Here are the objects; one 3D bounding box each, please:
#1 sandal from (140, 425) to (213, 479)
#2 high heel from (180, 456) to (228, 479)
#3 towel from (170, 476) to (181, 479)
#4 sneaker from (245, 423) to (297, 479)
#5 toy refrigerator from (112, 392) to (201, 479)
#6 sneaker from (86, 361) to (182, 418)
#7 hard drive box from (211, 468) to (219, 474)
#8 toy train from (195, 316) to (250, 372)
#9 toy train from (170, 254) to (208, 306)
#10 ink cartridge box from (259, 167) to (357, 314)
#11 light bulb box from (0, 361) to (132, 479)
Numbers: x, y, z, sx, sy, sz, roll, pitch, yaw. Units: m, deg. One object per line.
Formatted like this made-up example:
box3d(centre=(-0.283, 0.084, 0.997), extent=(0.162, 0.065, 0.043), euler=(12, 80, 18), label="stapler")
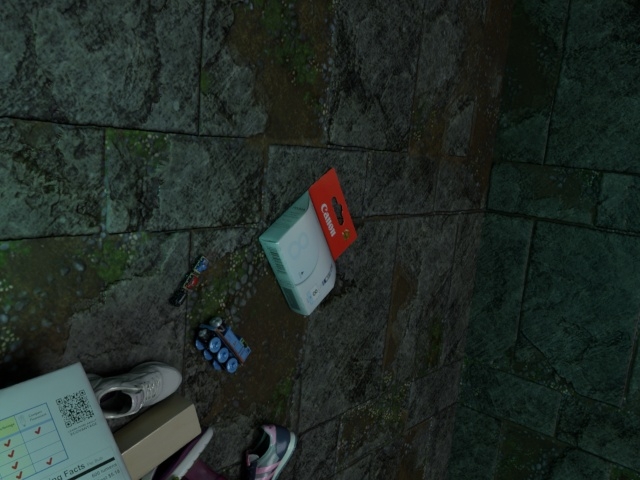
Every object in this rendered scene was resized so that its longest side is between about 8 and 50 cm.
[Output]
box3d(centre=(-0.440, 0.622, 1.509), extent=(0.102, 0.169, 0.416), euler=(46, 55, -1), label="sandal")
box3d(centre=(-0.368, 0.755, 1.505), extent=(0.181, 0.127, 0.377), euler=(44, 53, 0), label="high heel")
box3d(centre=(-0.427, 0.664, 1.387), extent=(0.237, 0.021, 0.102), euler=(-22, 120, -44), label="towel")
box3d(centre=(-0.204, 0.730, 1.852), extent=(0.131, 0.112, 0.319), euler=(33, 76, -24), label="sneaker")
box3d(centre=(-0.445, 0.511, 1.487), extent=(0.269, 0.094, 0.102), euler=(-31, 123, -39), label="toy refrigerator")
box3d(centre=(-0.446, 0.372, 1.400), extent=(0.305, 0.152, 0.114), euler=(-1, 99, -51), label="sneaker")
box3d(centre=(-0.340, 0.816, 1.703), extent=(0.232, 0.089, 0.181), euler=(-49, 134, -30), label="hard drive box")
box3d(centre=(-0.275, 0.292, 1.643), extent=(0.105, 0.080, 0.184), euler=(-59, 136, -34), label="toy train")
box3d(centre=(-0.341, 0.106, 1.538), extent=(0.027, 0.036, 0.158), euler=(49, 63, -45), label="toy train")
box3d(centre=(0.000, 0.000, 1.875), extent=(0.385, 0.091, 0.308), euler=(-46, 132, -31), label="ink cartridge box")
box3d(centre=(-0.574, 0.477, 1.089), extent=(0.358, 0.225, 0.361), euler=(-15, 72, -47), label="light bulb box")
